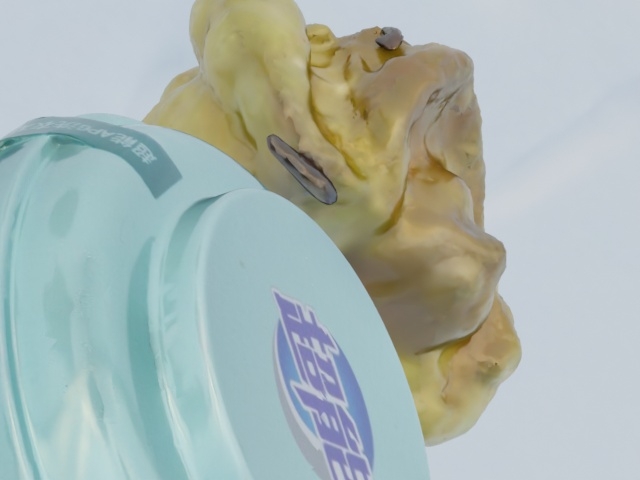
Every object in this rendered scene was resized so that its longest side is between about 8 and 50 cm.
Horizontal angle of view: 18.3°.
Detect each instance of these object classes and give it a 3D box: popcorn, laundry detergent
[{"bbox_3d":[0.000,0.000,1.270,0.316,0.297,0.281,-56,180,31],"label":"popcorn"},{"bbox_3d":[-0.127,0.113,0.824,0.305,0.287,0.287,-22,152,23],"label":"laundry detergent"}]
